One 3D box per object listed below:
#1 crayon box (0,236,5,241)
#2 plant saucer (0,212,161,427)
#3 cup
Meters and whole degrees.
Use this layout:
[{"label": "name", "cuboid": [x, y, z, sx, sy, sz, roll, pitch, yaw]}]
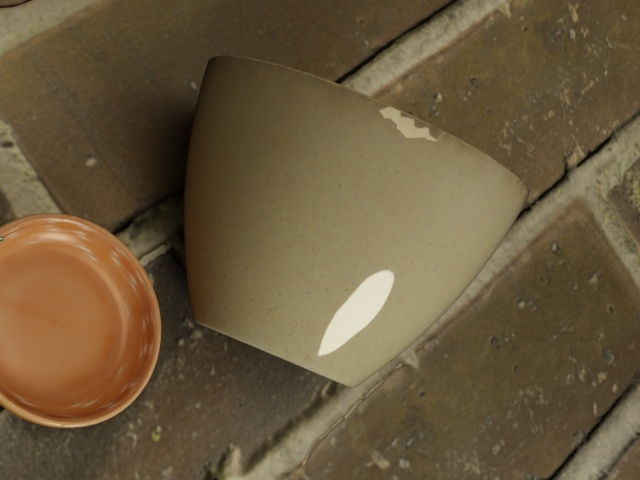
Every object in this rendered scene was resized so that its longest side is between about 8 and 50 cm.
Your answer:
[{"label": "crayon box", "cuboid": [-0.425, 0.053, 1.124, 0.323, 0.203, 0.083, 2, 73, -35]}, {"label": "plant saucer", "cuboid": [-0.241, 0.074, 1.355, 0.200, 0.037, 0.200, 12, 68, -31]}, {"label": "cup", "cuboid": [0.000, 0.000, 1.409, 0.331, 0.331, 0.237, 26, 84, -26]}]
